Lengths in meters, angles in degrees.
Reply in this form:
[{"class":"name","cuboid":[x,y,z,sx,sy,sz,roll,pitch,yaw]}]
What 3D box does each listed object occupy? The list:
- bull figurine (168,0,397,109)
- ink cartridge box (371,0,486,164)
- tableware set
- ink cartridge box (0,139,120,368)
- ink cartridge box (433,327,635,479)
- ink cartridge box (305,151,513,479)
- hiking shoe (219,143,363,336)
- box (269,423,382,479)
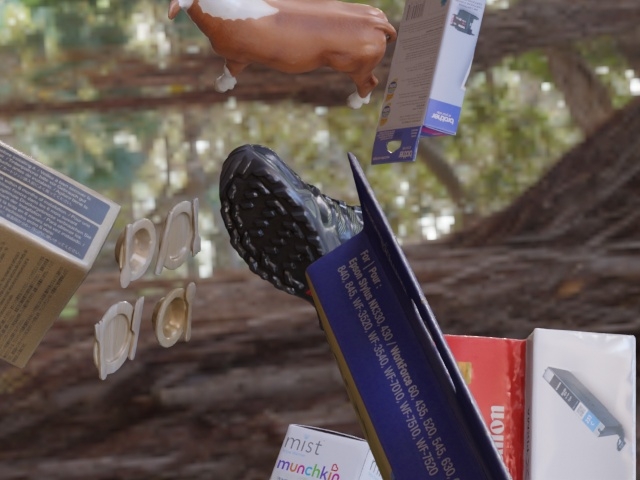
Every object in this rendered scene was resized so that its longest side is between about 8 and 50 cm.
[{"class":"bull figurine","cuboid":[-0.060,-0.260,1.983,0.188,0.310,0.101,92,11,-67]},{"class":"ink cartridge box","cuboid":[0.158,-0.254,2.234,0.186,0.065,0.311,-177,-77,-71]},{"class":"tableware set","cuboid":[-0.147,0.040,1.365,0.168,0.020,0.141,-23,124,-62]},{"class":"ink cartridge box","cuboid":[-0.318,0.004,1.462,0.235,0.193,0.088,-46,-163,53]},{"class":"ink cartridge box","cuboid":[0.275,0.263,2.023,0.066,0.261,0.296,102,-9,-73]},{"class":"ink cartridge box","cuboid":[0.073,0.149,1.009,0.303,0.072,0.307,-114,180,-47]},{"class":"hiking shoe","cuboid":[0.000,0.000,1.359,0.227,0.086,0.114,51,30,-13]},{"class":"box","cuboid":[0.032,0.377,1.884,0.262,0.127,0.231,43,60,-53]}]
